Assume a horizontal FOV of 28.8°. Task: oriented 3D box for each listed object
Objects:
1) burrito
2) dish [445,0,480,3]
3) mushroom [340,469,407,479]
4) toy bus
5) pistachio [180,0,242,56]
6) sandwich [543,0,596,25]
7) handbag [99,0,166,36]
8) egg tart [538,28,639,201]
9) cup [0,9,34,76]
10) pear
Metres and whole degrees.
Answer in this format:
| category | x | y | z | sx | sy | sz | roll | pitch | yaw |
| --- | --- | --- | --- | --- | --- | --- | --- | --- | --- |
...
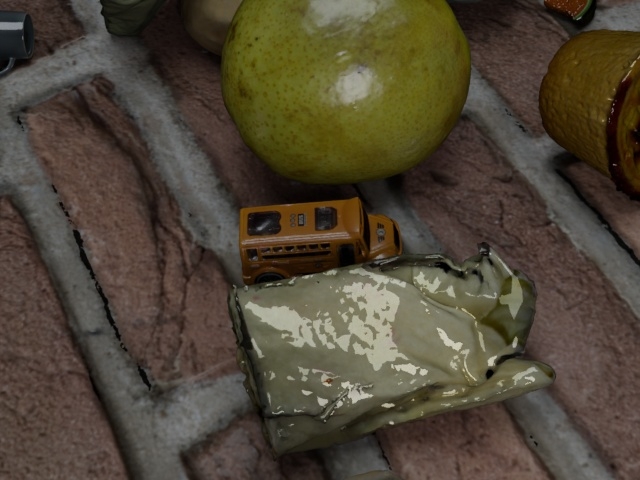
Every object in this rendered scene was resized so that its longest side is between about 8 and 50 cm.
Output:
| category | x | y | z | sx | sy | sz | roll | pitch | yaw |
| --- | --- | --- | --- | --- | --- | --- | --- | --- | --- |
| burrito | 0.076 | 0.123 | 1.357 | 0.332 | 0.135 | 0.190 | -10 | 58 | -6 |
| dish | 0.145 | -0.421 | 1.785 | 0.303 | 0.120 | 0.303 | 30 | 19 | -11 |
| mushroom | 0.026 | 0.335 | 1.076 | 0.298 | 0.290 | 0.297 | -3 | 48 | 4 |
| toy bus | 0.000 | 0.000 | 1.500 | 0.195 | 0.088 | 0.083 | -5 | 48 | 3 |
| pistachio | -0.106 | -0.330 | 1.754 | 0.229 | 0.157 | 0.157 | 10 | 47 | 46 |
| sandwich | 0.361 | -0.348 | 1.803 | 0.069 | 0.026 | 0.101 | -35 | 51 | -16 |
| handbag | -0.201 | -0.427 | 1.752 | 0.109 | 0.253 | 0.316 | 40 | 82 | -3 |
| egg tart | 0.382 | -0.167 | 1.542 | 0.215 | 0.215 | 0.171 | -36 | 38 | -22 |
| cup | -0.463 | -0.287 | 1.818 | 0.077 | 0.078 | 0.100 | 0 | 83 | 1 |
| pear | 0.019 | -0.212 | 1.553 | 0.304 | 0.304 | 0.304 | -3 | 49 | 4 |
